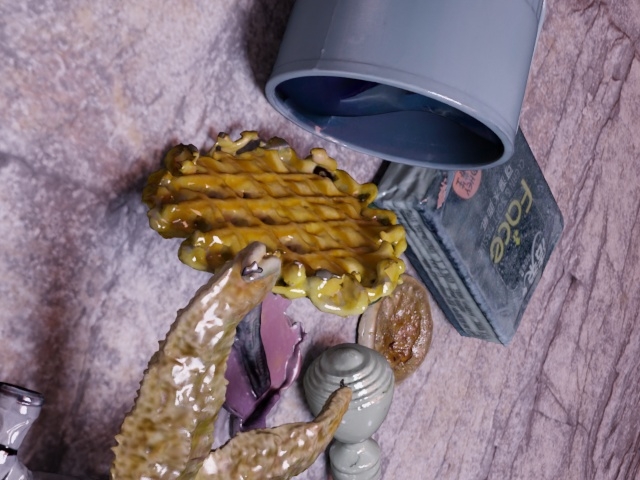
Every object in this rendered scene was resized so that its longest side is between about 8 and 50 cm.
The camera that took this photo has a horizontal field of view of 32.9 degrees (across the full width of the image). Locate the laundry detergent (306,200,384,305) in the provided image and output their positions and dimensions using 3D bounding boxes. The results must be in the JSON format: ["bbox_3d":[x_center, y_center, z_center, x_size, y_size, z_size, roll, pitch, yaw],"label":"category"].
[{"bbox_3d":[0.000,0.000,1.208,0.211,0.063,0.137,18,81,-50],"label":"laundry detergent"}]

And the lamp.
[{"bbox_3d":[0.036,0.205,1.271,0.106,0.106,0.193,-40,138,-40],"label":"lamp"}]

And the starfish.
[{"bbox_3d":[-0.102,0.212,0.960,0.432,0.082,0.324,-54,143,6],"label":"starfish"}]

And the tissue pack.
[{"bbox_3d":[0.201,-0.040,1.420,0.228,0.103,0.316,-60,137,-24],"label":"tissue pack"}]

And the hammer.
[{"bbox_3d":[-0.169,0.242,1.055,0.427,0.044,0.152,23,80,-52],"label":"hammer"}]

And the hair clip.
[{"bbox_3d":[-0.070,0.112,1.156,0.146,0.056,0.187,-50,141,-35],"label":"hair clip"}]

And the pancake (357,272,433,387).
[{"bbox_3d":[0.098,0.116,1.384,0.151,0.025,0.152,-11,104,-50],"label":"pancake"}]

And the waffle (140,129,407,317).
[{"bbox_3d":[-0.036,-0.026,1.041,0.280,0.262,0.060,-85,-160,-59],"label":"waffle"}]

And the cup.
[{"bbox_3d":[0.138,-0.252,1.147,0.331,0.257,0.311,19,79,-22],"label":"cup"}]
